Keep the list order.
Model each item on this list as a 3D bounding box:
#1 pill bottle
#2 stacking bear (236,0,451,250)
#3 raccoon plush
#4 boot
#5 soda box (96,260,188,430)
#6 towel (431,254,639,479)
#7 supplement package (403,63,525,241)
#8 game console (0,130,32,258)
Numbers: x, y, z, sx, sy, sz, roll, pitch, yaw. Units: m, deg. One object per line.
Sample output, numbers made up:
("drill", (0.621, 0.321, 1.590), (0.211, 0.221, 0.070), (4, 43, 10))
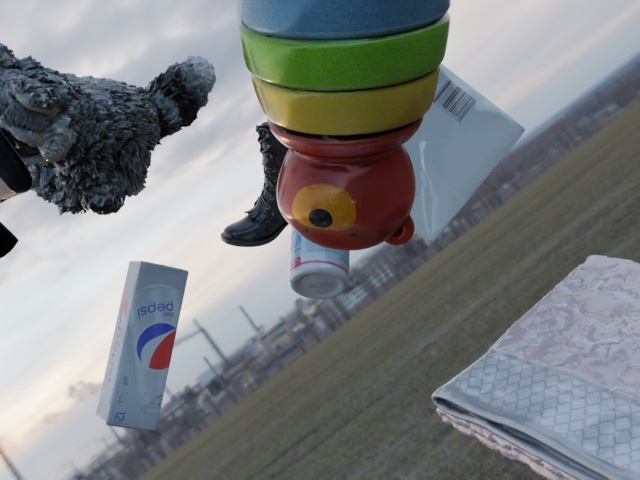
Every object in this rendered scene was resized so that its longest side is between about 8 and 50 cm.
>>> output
("pill bottle", (0.000, 0.000, 1.158), (0.087, 0.087, 0.160), (-40, 37, 43))
("stacking bear", (0.017, -0.124, 0.576), (0.176, 0.289, 0.164), (5, 29, 13))
("raccoon plush", (-0.365, -0.255, 1.249), (0.299, 0.216, 0.446), (89, -155, -55))
("boot", (-0.100, -0.126, 1.550), (0.263, 0.228, 0.091), (-26, 36, -28))
("soda box", (-0.314, 0.182, 1.380), (0.098, 0.091, 0.286), (-4, 74, 64))
("towel", (0.326, 0.131, 0.791), (0.317, 0.053, 0.332), (-34, 28, -25))
("supplement package", (0.155, -0.144, 1.159), (0.198, 0.199, 0.263), (-52, -4, 11))
("game console", (-0.424, -0.068, 0.922), (0.361, 0.213, 0.044), (-8, 39, 50))
